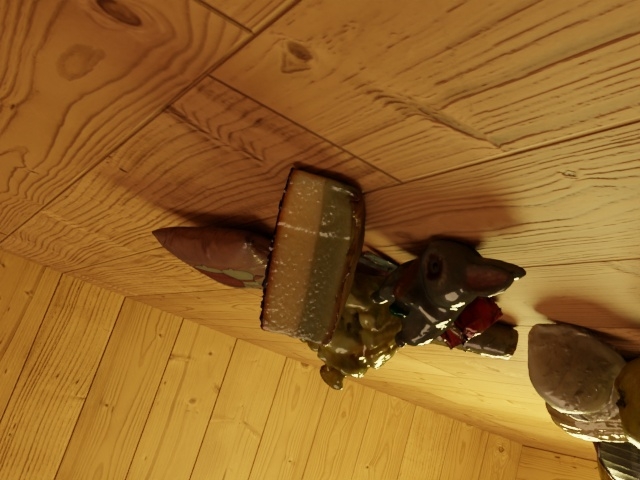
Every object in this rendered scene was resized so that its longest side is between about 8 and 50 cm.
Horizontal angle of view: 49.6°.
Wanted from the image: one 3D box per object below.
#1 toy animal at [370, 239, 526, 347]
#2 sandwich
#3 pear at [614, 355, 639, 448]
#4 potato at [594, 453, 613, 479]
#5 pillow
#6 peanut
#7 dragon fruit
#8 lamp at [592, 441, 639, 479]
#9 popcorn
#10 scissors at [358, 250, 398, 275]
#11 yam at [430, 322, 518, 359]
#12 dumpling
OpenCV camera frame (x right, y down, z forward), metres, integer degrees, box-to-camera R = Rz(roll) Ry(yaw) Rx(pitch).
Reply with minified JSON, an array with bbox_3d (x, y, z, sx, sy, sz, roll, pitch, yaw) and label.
[{"bbox_3d":[0.173,0.055,0.939,0.125,0.127,0.251,33,147,-10],"label":"toy animal"},{"bbox_3d":[0.000,0.000,0.920,0.108,0.220,0.186,13,-159,6],"label":"sandwich"},{"bbox_3d":[0.545,0.238,0.947,0.269,0.212,0.212,10,163,10],"label":"pear"},{"bbox_3d":[0.744,0.514,1.586,0.229,0.266,0.229,16,161,6],"label":"potato"},{"bbox_3d":[-0.141,0.031,1.203,0.236,0.084,0.223,0,159,34],"label":"pillow"},{"bbox_3d":[0.550,0.279,1.192,0.313,0.152,0.152,-3,155,35],"label":"peanut"},{"bbox_3d":[0.237,0.120,1.112,0.112,0.068,0.126,-39,171,29],"label":"dragon fruit"},{"bbox_3d":[0.649,0.388,1.308,0.265,0.233,0.233,19,165,13],"label":"lamp"},{"bbox_3d":[0.048,0.142,1.159,0.187,0.185,0.167,-22,-178,9],"label":"popcorn"},{"bbox_3d":[0.124,0.054,1.114,0.187,0.020,0.133,26,167,-30],"label":"scissors"},{"bbox_3d":[0.173,0.142,1.268,0.371,0.083,0.083,16,164,6],"label":"yam"},{"bbox_3d":[0.424,0.212,1.141,0.150,0.176,0.092,-27,159,21],"label":"dumpling"}]
